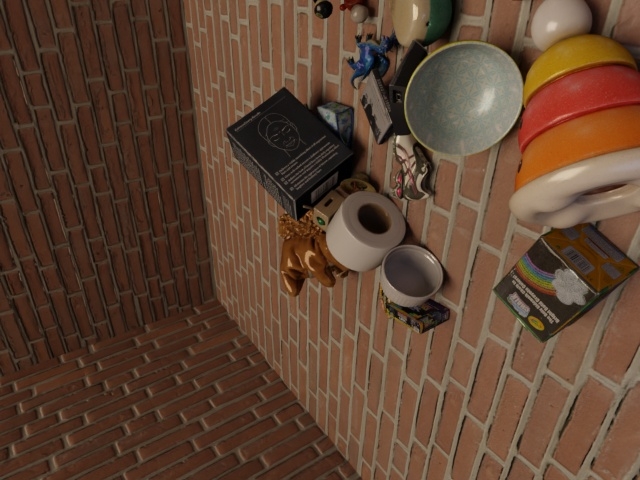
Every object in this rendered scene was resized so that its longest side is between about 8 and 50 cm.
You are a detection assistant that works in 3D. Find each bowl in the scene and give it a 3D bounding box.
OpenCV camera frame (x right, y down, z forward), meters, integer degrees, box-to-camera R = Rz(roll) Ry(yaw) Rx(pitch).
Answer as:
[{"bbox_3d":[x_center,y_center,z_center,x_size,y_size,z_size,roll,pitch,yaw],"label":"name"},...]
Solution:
[{"bbox_3d":[0.361,-0.381,1.255,0.156,0.290,0.289,-77,-8,-56],"label":"bowl"}]

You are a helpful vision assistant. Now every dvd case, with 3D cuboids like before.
[{"bbox_3d":[0.188,-0.430,1.585,0.238,0.030,0.179,129,121,-84],"label":"dvd case"}]

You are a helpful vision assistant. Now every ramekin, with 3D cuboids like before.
[{"bbox_3d":[0.300,0.128,1.638,0.207,0.207,0.109,56,156,26],"label":"ramekin"}]

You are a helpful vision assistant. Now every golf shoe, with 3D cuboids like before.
[{"bbox_3d":[0.299,-0.261,1.546,0.120,0.105,0.272,9,116,33],"label":"golf shoe"}]

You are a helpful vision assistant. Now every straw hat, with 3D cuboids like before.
[{"bbox_3d":[0.148,-0.220,1.824,0.144,0.145,0.061,-24,43,60],"label":"straw hat"}]

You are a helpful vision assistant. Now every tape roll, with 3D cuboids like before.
[{"bbox_3d":[0.160,-0.033,1.731,0.246,0.246,0.169,60,148,19],"label":"tape roll"}]

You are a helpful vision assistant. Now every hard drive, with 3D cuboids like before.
[{"bbox_3d":[0.255,-0.417,1.365,0.054,0.171,0.254,24,168,19],"label":"hard drive"}]

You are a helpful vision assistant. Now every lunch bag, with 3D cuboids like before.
[{"bbox_3d":[0.056,-0.437,1.839,0.129,0.096,0.151,37,147,44],"label":"lunch bag"}]

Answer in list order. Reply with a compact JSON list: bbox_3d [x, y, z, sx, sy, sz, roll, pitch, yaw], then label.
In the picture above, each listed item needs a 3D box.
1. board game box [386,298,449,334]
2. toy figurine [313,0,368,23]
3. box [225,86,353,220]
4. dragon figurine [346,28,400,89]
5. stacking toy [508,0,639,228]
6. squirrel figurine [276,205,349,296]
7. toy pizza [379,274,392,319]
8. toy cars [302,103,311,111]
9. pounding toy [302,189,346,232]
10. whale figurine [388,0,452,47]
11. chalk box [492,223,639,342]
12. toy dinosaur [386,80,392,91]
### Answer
[{"bbox_3d":[0.340,0.249,1.692,0.170,0.141,0.048,28,131,50],"label":"board game box"},{"bbox_3d":[0.081,-0.786,1.476,0.209,0.213,0.148,-45,55,53],"label":"toy figurine"},{"bbox_3d":[-0.116,-0.329,1.846,0.395,0.293,0.212,47,167,14],"label":"box"},{"bbox_3d":[0.163,-0.577,1.581,0.144,0.085,0.289,57,146,24],"label":"dragon figurine"},{"bbox_3d":[0.534,-0.289,0.994,0.351,0.351,0.479,146,122,-60],"label":"stacking toy"},{"bbox_3d":[0.000,0.000,2.005,0.370,0.281,0.396,-23,88,54],"label":"squirrel figurine"},{"bbox_3d":[0.246,0.200,1.834,0.201,0.032,0.201,175,90,-90],"label":"toy pizza"},{"bbox_3d":[-0.077,-0.384,2.089,0.176,0.087,0.393,34,133,47],"label":"toy cars"},{"bbox_3d":[0.014,-0.114,1.819,0.100,0.141,0.130,37,157,16],"label":"pounding toy"},{"bbox_3d":[0.272,-0.651,1.345,0.272,0.141,0.216,-104,12,-47],"label":"whale figurine"},{"bbox_3d":[0.575,0.115,1.191,0.180,0.179,0.289,54,147,26],"label":"chalk box"},{"bbox_3d":[0.258,-0.470,1.525,0.112,0.064,0.211,37,147,27],"label":"toy dinosaur"}]
